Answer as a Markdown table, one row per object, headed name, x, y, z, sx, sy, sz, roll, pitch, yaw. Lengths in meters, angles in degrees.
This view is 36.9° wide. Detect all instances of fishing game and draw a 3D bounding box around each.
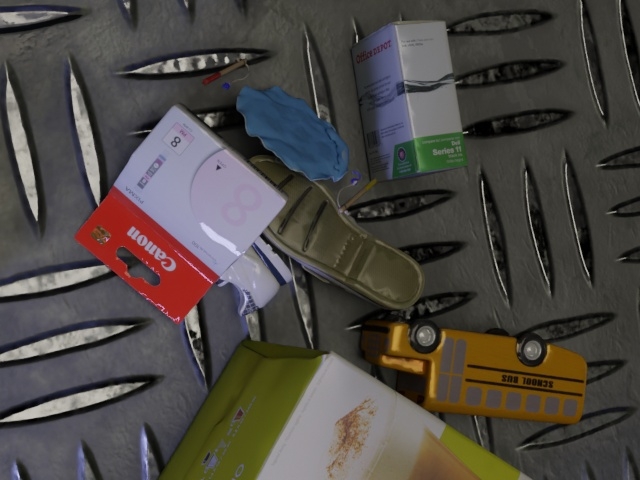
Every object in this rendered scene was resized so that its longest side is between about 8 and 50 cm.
| name | x | y | z | sx | sy | sz | roll | pitch | yaw |
| --- | --- | --- | --- | --- | --- | --- | --- | --- | --- |
| fishing game | -0.040 | -0.144 | 1.314 | 0.264 | 0.041 | 0.189 | 41 | 30 | -1 |

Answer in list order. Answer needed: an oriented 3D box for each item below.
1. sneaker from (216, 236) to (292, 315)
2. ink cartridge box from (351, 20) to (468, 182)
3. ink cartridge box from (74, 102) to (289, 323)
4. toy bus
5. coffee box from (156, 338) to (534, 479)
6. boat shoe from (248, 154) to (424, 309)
| name | x | y | z | sx | sy | sz | roll | pitch | yaw |
| --- | --- | --- | --- | --- | --- | --- | --- | --- | --- |
| sneaker | -0.142 | -0.006 | 1.300 | 0.095 | 0.090 | 0.235 | -40 | 99 | -3 |
| ink cartridge box | 0.124 | -0.195 | 1.371 | 0.086 | 0.153 | 0.209 | -10 | 92 | -22 |
| ink cartridge box | -0.183 | -0.029 | 1.233 | 0.189 | 0.066 | 0.232 | 40 | 95 | -4 |
| toy bus | 0.225 | 0.190 | 1.416 | 0.332 | 0.108 | 0.130 | 9 | 86 | -21 |
| coffee box | -0.004 | 0.351 | 1.194 | 0.334 | 0.338 | 0.338 | 34 | 76 | -16 |
| boat shoe | 0.000 | 0.000 | 1.339 | 0.302 | 0.103 | 0.113 | 39 | 74 | -10 |
